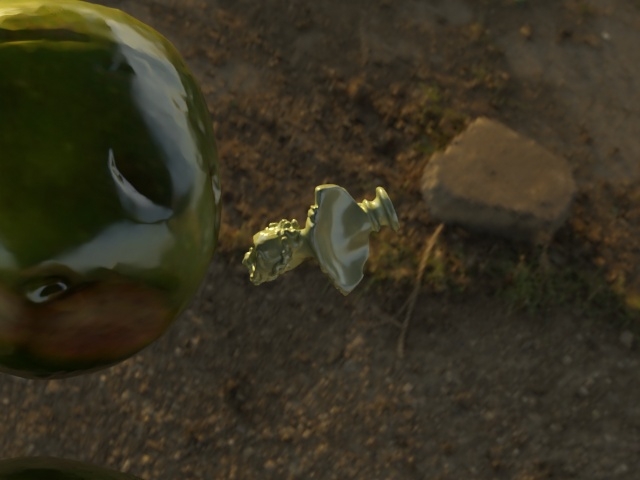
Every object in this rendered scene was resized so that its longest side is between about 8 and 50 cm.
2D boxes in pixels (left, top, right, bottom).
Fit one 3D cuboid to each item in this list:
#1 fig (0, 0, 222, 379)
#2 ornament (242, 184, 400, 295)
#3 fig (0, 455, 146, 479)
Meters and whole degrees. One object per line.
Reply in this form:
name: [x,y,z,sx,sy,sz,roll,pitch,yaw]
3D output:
fig: [-0.187,-0.045,0.621,0.275,0.206,0.206,19,46,-36]
ornament: [0.003,-0.002,0.762,0.092,0.068,0.041,3,19,-14]
fig: [-0.137,0.228,0.627,0.203,0.203,0.225,20,32,-9]
